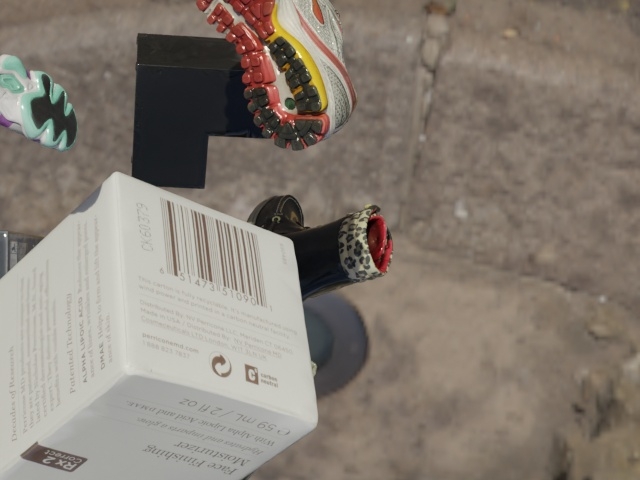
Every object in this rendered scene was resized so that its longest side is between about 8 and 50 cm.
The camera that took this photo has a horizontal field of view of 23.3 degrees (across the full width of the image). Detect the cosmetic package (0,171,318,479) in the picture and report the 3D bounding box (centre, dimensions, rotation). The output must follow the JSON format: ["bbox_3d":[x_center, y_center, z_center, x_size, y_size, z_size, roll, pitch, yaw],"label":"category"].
[{"bbox_3d":[-0.122,0.081,1.019,0.151,0.151,0.184,21,135,-35],"label":"cosmetic package"}]

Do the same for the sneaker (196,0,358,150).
[{"bbox_3d":[-0.038,-0.186,1.273,0.088,0.093,0.225,-17,94,35],"label":"sneaker"}]

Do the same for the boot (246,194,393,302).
[{"bbox_3d":[0.001,0.002,1.776,0.179,0.236,0.085,-21,115,21],"label":"boot"}]

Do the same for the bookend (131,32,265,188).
[{"bbox_3d":[-0.115,-0.126,1.601,0.157,0.072,0.156,2,124,-7],"label":"bookend"}]

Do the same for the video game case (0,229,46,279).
[{"bbox_3d":[-0.352,0.093,1.934,0.026,0.274,0.196,0,87,9],"label":"video game case"}]

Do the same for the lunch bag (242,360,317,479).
[{"bbox_3d":[-0.166,0.258,1.923,0.169,0.287,0.235,34,151,-10],"label":"lunch bag"}]

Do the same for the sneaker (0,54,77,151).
[{"bbox_3d":[-0.190,-0.081,0.886,0.069,0.038,0.098,-11,137,41],"label":"sneaker"}]
